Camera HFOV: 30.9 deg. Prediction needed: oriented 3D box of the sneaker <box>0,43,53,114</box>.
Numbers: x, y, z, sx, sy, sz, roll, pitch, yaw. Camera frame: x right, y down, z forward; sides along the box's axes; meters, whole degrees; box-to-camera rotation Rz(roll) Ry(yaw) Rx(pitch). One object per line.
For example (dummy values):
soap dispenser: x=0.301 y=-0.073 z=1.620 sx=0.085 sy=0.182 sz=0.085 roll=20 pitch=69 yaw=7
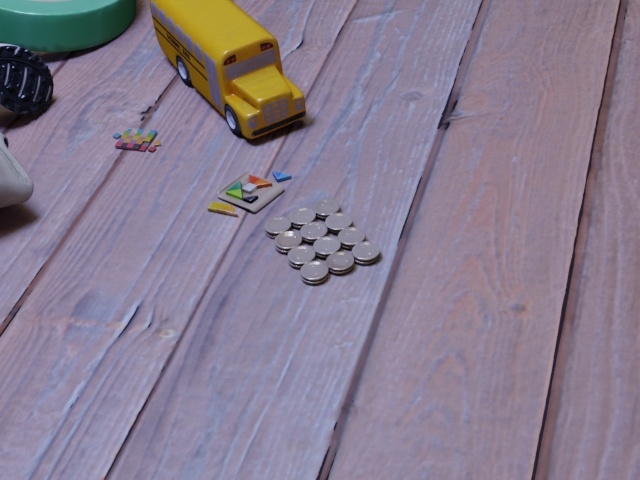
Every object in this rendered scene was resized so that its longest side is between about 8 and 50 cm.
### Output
sneaker: x=-0.532 y=-0.263 z=1.774 sx=0.272 sy=0.100 sz=0.108 roll=13 pitch=0 yaw=-42

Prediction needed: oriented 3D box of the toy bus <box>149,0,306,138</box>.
toy bus: x=-0.148 y=-0.289 z=1.806 sx=0.108 sy=0.130 sz=0.332 roll=-23 pitch=42 yaw=-20

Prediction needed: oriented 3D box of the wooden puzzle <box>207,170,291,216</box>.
wooden puzzle: x=-0.099 y=-0.070 z=1.625 sx=0.079 sy=0.014 sz=0.116 roll=19 pitch=45 yaw=27

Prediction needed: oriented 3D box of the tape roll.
tape roll: x=-0.485 y=-0.447 z=2.034 sx=0.321 sy=0.077 sz=0.321 roll=6 pitch=40 yaw=-5

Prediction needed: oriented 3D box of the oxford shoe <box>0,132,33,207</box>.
oxford shoe: x=-0.545 y=-0.129 z=1.697 sx=0.147 sy=0.140 sz=0.397 roll=6 pitch=23 yaw=-37

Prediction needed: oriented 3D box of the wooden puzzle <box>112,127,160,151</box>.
wooden puzzle: x=-0.279 y=-0.153 z=1.755 sx=0.083 sy=0.006 sz=0.049 roll=7 pitch=41 yaw=16

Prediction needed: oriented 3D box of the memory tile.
memory tile: x=0.000 y=0.000 z=1.528 sx=0.113 sy=0.012 sz=0.148 roll=-21 pitch=42 yaw=-18
